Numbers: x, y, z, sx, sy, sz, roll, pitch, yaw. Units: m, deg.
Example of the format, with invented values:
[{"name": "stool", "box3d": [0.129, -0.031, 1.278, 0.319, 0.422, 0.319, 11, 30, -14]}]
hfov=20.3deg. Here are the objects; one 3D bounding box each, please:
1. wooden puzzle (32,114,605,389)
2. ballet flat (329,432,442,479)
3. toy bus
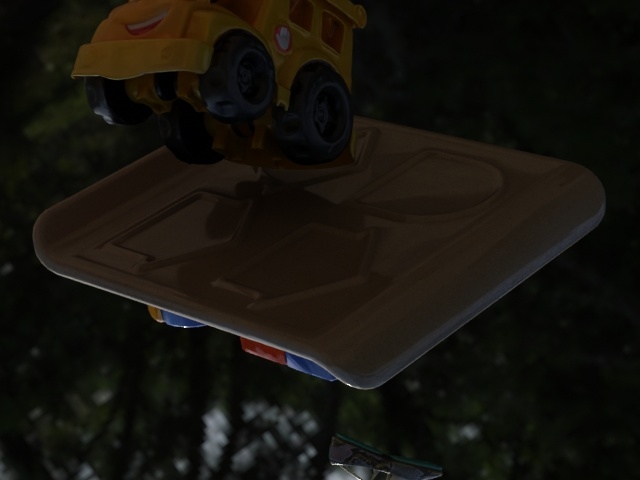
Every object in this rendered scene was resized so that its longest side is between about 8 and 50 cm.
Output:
[{"name": "wooden puzzle", "box3d": [0.000, 0.000, 1.417, 0.348, 0.080, 0.322, 20, -141, 37]}, {"name": "ballet flat", "box3d": [0.061, 0.221, 1.741, 0.041, 0.114, 0.041, -162, -90, -85]}, {"name": "toy bus", "box3d": [-0.063, -0.173, 1.383, 0.149, 0.211, 0.220, 4, 168, 37]}]
